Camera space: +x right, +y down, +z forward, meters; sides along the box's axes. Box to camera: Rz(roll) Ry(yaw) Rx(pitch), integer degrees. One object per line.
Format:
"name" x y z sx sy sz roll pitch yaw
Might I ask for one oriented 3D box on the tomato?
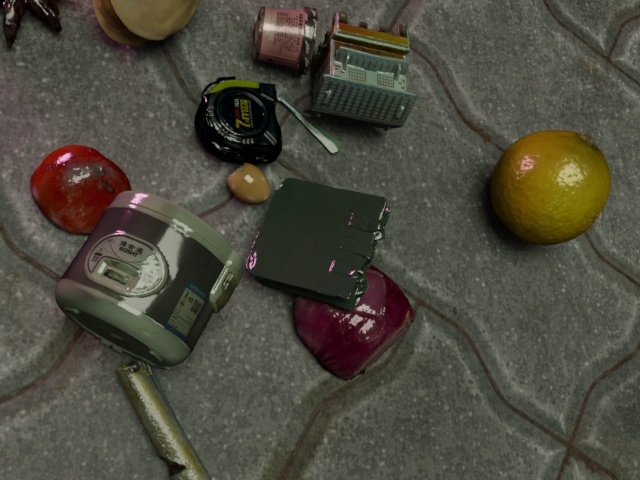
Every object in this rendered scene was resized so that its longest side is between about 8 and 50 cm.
"tomato" -0.472 -0.108 1.377 0.189 0.099 0.173 45 63 -5

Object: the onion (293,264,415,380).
"onion" 0.080 0.153 1.478 0.250 0.111 0.247 -41 100 -20

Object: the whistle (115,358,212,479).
"whistle" -0.289 0.375 1.324 0.068 0.057 0.326 -25 84 -37

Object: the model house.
"model house" 0.086 -0.376 1.606 0.224 0.198 0.215 8 66 -18

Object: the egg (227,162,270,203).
"egg" -0.153 -0.120 1.509 0.096 0.080 0.080 49 64 -10

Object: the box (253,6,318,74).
"box" -0.085 -0.467 1.604 0.135 0.151 0.151 6 72 -9

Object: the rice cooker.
"rice cooker" -0.310 0.066 1.287 0.288 0.288 0.277 32 67 -9

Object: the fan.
"fan" -0.029 -0.273 1.634 0.193 0.016 0.038 40 67 -6

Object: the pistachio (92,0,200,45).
"pistachio" -0.366 -0.576 1.495 0.238 0.229 0.321 21 77 -41

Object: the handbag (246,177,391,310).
"handbag" 0.000 0.001 1.464 0.260 0.079 0.247 14 67 21

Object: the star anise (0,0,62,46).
"star anise" -0.634 -0.537 1.444 0.272 0.102 0.272 5 72 -15

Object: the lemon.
"lemon" 0.543 -0.126 1.659 0.293 0.293 0.293 6 73 -19

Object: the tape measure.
"tape measure" -0.183 -0.263 1.525 0.186 0.112 0.199 2 68 -27
